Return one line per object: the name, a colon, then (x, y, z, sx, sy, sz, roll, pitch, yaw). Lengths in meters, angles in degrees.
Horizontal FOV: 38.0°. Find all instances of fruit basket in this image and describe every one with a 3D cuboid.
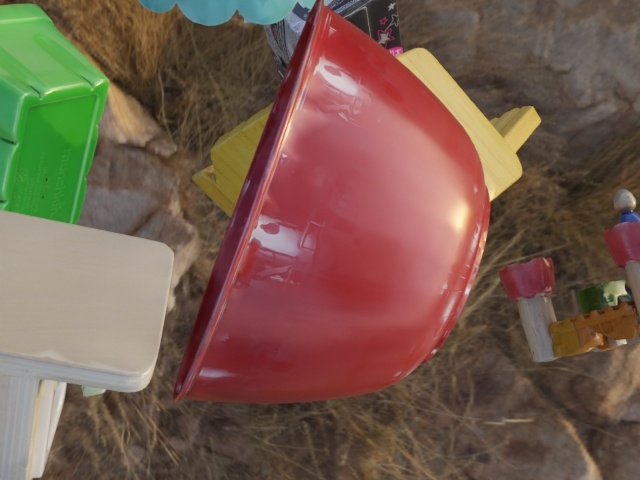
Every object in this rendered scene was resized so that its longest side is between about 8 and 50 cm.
fruit basket: (-0.505, -0.140, 1.223, 0.391, 0.283, 0.392, 8, 109, 25)

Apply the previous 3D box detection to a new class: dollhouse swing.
dollhouse swing: (0.081, -0.147, 1.285, 0.315, 0.346, 0.305, 45, 47, -20)

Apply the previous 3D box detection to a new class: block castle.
block castle: (0.537, 0.042, 1.460, 0.453, 0.303, 0.213, -4, 76, -35)

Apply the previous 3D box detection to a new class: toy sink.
toy sink: (-0.229, 0.072, 0.624, 0.234, 0.153, 0.131, 11, 122, -10)

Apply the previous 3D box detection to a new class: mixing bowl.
mixing bowl: (0.011, -0.003, 0.406, 0.098, 0.181, 0.182, 19, 78, -7)

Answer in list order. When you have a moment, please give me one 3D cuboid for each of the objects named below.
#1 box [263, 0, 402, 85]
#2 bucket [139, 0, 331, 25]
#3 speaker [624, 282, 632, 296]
box: (0.018, -0.290, 1.391, 0.163, 0.247, 0.142, -33, 57, -11)
bucket: (-0.079, -0.358, 0.889, 0.281, 0.183, 0.281, -1, 50, 1)
speaker: (0.520, 0.034, 1.473, 0.055, 0.055, 0.136, 36, 47, -5)
